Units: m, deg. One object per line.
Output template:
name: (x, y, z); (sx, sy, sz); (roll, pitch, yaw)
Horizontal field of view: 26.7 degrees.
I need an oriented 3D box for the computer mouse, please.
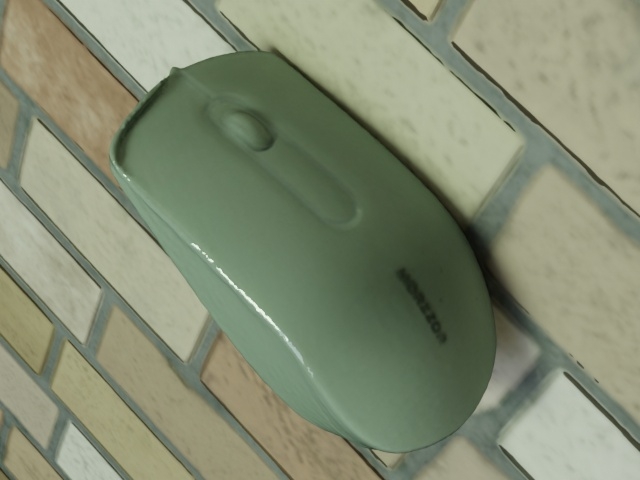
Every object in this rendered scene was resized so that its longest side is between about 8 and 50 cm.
computer mouse: (0.000, 0.000, 0.670); (0.231, 0.128, 0.079); (50, 145, 0)
